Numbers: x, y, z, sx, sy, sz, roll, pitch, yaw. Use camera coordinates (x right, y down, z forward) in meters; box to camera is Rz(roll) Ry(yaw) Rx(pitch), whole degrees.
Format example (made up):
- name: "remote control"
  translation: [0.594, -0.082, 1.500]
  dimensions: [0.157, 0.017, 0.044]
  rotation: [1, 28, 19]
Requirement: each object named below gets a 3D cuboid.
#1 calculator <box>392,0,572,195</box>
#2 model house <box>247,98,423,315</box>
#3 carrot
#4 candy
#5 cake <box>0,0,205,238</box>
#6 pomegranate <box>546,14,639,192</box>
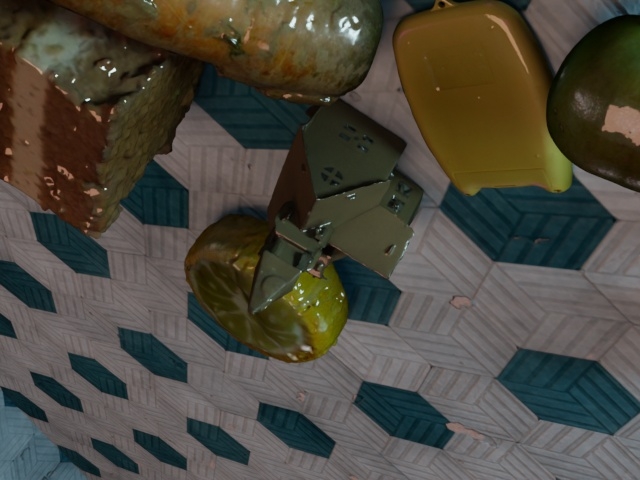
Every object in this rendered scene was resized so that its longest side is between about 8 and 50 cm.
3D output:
- name: "calculator"
  translation: [0.157, -0.133, 0.777]
  dimensions: [0.157, 0.033, 0.236]
  rotation: [0, 132, 40]
- name: "model house"
  translation: [0.000, 0.000, 0.878]
  dimensions: [0.176, 0.248, 0.181]
  rotation: [32, 147, 2]
- name: "carrot"
  translation: [-0.086, -0.219, 0.706]
  dimensions: [0.301, 0.139, 0.138]
  rotation: [17, 154, -28]
- name: "candy"
  translation: [-0.081, 0.072, 1.159]
  dimensions: [0.260, 0.118, 0.260]
  rotation: [27, 147, 19]
- name: "cake"
  translation: [-0.282, -0.209, 0.843]
  dimensions: [0.290, 0.256, 0.282]
  rotation: [31, 146, -5]
- name: "pomegranate"
  translation: [0.267, -0.134, 0.617]
  dimensions: [0.152, 0.131, 0.191]
  rotation: [27, 123, 19]
